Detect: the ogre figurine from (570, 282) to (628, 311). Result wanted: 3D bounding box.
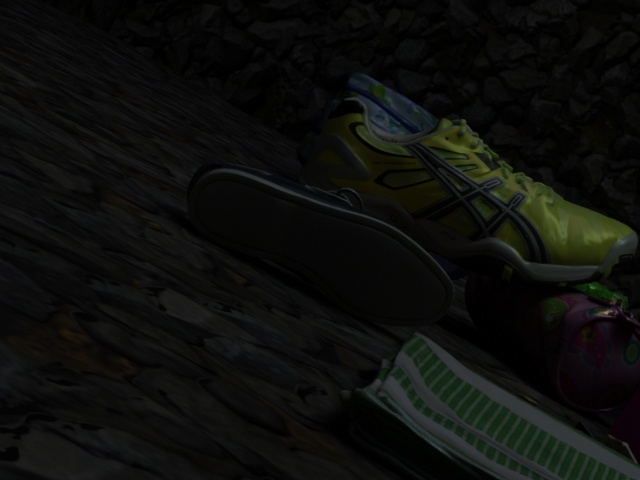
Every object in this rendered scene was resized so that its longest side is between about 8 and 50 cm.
[{"bbox_3d":[0.347,0.106,1.913,0.197,0.118,0.097,27,6,-22],"label":"ogre figurine"}]

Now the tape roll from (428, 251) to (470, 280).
[{"bbox_3d":[0.154,-0.042,1.891,0.189,0.189,0.080,32,5,21],"label":"tape roll"}]

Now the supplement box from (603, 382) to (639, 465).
[{"bbox_3d":[0.358,0.183,1.317,0.111,0.114,0.220,33,8,27],"label":"supplement box"}]

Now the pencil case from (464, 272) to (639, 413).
[{"bbox_3d":[0.262,0.095,1.581,0.124,0.124,0.284,28,5,-20],"label":"pencil case"}]

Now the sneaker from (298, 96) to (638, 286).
[{"bbox_3d":[0.168,-0.051,1.564,0.385,0.147,0.145,14,13,-1],"label":"sneaker"}]

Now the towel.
[{"bbox_3d":[0.137,0.144,0.922,0.248,0.038,0.325,31,5,6],"label":"towel"}]

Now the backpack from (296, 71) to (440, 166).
[{"bbox_3d":[0.114,-0.134,2.408,0.290,0.273,0.355,41,23,32],"label":"backpack"}]

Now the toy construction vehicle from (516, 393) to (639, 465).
[{"bbox_3d":[0.203,0.158,1.139,0.086,0.035,0.098,26,6,-29],"label":"toy construction vehicle"}]

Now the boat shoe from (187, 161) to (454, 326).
[{"bbox_3d":[0.000,0.000,1.261,0.255,0.095,0.079,20,18,-9],"label":"boat shoe"}]
